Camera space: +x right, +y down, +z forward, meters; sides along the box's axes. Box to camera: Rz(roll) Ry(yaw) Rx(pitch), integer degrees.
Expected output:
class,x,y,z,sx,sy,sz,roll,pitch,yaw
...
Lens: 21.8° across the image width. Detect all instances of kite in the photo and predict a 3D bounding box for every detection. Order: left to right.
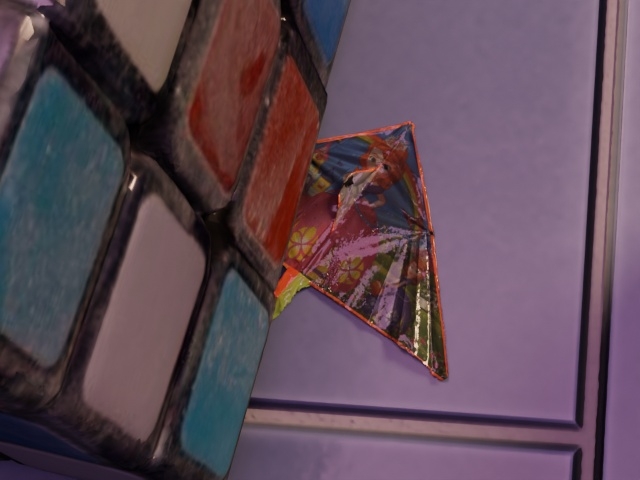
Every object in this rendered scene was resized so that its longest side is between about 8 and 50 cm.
class,x,y,z,sx,sy,sz,roll,pitch,yaw
kite,0.000,0.000,0.861,0.190,0.010,0.159,33,82,16

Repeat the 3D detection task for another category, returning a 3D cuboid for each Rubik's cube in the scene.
class,x,y,z,sx,sy,sz,roll,pitch,yaw
Rubik's cube,-0.199,-0.103,0.741,0.362,0.363,0.358,11,72,12
